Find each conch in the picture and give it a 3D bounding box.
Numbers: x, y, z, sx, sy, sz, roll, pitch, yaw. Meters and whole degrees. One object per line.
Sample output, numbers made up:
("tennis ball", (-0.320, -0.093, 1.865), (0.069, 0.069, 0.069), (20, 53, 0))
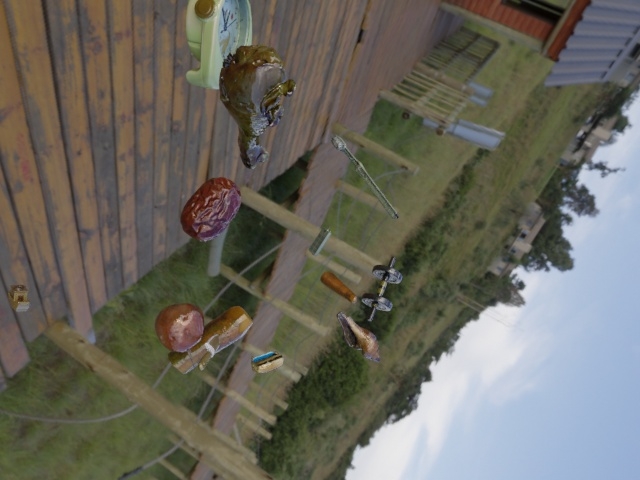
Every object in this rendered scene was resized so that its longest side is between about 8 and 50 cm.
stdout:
("conch", (0.137, 0.338, 1.555), (0.086, 0.233, 0.080), (-47, 180, 19))

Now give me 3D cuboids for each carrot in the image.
("carrot", (0.078, 0.184, 1.686), (0.061, 0.210, 0.061), (-13, 117, -27))
("carrot", (-0.388, 0.353, 1.585), (0.302, 0.114, 0.114), (-35, 164, -6))

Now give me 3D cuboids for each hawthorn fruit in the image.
("hawthorn fruit", (-0.415, 0.270, 1.328), (0.149, 0.189, 0.149), (-23, 153, -12))

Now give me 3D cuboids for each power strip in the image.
("power strip", (0.000, 0.000, 1.805), (0.019, 0.051, 0.136), (23, 104, -44))

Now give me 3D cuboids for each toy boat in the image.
("toy boat", (-1.154, 0.217, 1.695), (0.057, 0.201, 0.077), (4, 98, -43))

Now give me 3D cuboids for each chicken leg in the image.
("chicken leg", (-0.180, -0.333, 1.071), (0.140, 0.211, 0.361), (-19, 171, -25))

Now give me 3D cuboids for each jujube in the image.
("jujube", (-0.397, -0.114, 1.615), (0.250, 0.174, 0.174), (-61, 170, -23))

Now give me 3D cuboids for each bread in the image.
("bread", (-0.184, 0.419, 1.513), (0.106, 0.072, 0.053), (-15, 106, -29))

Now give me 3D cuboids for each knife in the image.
("knife", (-0.326, 0.321, 1.309), (0.022, 0.046, 0.256), (-26, -175, 0))

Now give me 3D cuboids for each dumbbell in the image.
("dumbbell", (0.282, 0.218, 2.035), (0.143, 0.143, 0.325), (88, 24, -68))

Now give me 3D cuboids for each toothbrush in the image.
("toothbrush", (0.113, -0.168, 1.145), (0.028, 0.294, 0.026), (-17, 153, -43))

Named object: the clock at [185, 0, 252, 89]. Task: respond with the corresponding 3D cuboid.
("clock", (-0.323, -0.681, 1.420), (0.286, 0.118, 0.348), (-59, 161, -56))
